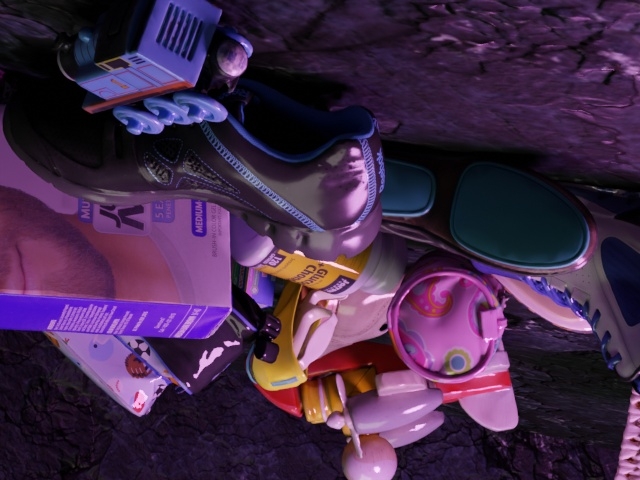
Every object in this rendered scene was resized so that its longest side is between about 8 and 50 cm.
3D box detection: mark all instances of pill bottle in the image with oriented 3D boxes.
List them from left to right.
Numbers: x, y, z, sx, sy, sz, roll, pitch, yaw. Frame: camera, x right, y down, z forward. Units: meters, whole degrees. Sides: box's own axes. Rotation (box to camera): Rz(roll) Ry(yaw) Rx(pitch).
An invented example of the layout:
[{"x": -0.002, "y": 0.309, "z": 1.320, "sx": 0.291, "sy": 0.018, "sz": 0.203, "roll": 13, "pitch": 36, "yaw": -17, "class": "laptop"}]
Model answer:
[{"x": 0.000, "y": 0.000, "z": 1.443, "sx": 0.184, "sy": 0.103, "sz": 0.103, "roll": 19, "pitch": 166, "yaw": -32, "class": "pill bottle"}]

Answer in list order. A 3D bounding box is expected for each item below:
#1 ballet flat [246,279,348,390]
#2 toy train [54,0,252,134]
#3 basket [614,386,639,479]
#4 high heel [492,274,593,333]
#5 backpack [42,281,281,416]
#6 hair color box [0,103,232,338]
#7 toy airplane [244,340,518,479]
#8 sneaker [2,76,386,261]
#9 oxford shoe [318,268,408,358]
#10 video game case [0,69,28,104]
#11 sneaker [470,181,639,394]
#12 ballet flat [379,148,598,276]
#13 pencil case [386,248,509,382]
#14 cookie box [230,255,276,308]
[{"x": -0.011, "y": 0.071, "z": 1.517, "sx": 0.077, "sy": 0.231, "sz": 0.077, "roll": -5, "pitch": 136, "yaw": 31, "class": "ballet flat"}, {"x": -0.129, "y": -0.135, "z": 1.015, "sx": 0.105, "sy": 0.080, "sz": 0.184, "roll": 30, "pitch": 162, "yaw": -31, "class": "toy train"}, {"x": 0.637, "y": 0.338, "z": 2.025, "sx": 0.331, "sy": 0.267, "sz": 0.328, "roll": 3, "pitch": 165, "yaw": 32, "class": "basket"}, {"x": 0.300, "y": 0.051, "z": 1.483, "sx": 0.261, "sy": 0.093, "sz": 0.186, "roll": 17, "pitch": -175, "yaw": 12, "class": "high heel"}, {"x": -0.199, "y": 0.055, "z": 1.479, "sx": 0.276, "sy": 0.213, "sz": 0.263, "roll": 51, "pitch": 180, "yaw": -7, "class": "backpack"}, {"x": -0.255, "y": -0.019, "z": 1.238, "sx": 0.338, "sy": 0.185, "sz": 0.110, "roll": 4, "pitch": 159, "yaw": -17, "class": "hair color box"}, {"x": 0.117, "y": 0.256, "z": 2.109, "sx": 0.386, "sy": 0.273, "sz": 0.384, "roll": 21, "pitch": 164, "yaw": -37, "class": "toy airplane"}, {"x": -0.106, "y": -0.096, "z": 1.153, "sx": 0.340, "sy": 0.125, "sz": 0.140, "roll": 13, "pitch": 141, "yaw": 5, "class": "sneaker"}, {"x": 0.028, "y": 0.098, "z": 1.802, "sx": 0.146, "sy": 0.141, "sz": 0.397, "roll": 6, "pitch": 171, "yaw": -7, "class": "oxford shoe"}, {"x": -0.363, "y": -0.133, "z": 1.308, "sx": 0.210, "sy": 0.042, "sz": 0.232, "roll": 1, "pitch": 165, "yaw": 34, "class": "video game case"}, {"x": 0.269, "y": 0.050, "z": 1.238, "sx": 0.315, "sy": 0.182, "sz": 0.127, "roll": 2, "pitch": 163, "yaw": 37, "class": "sneaker"}, {"x": 0.122, "y": -0.035, "z": 1.231, "sx": 0.280, "sy": 0.095, "sz": 0.096, "roll": 18, "pitch": -179, "yaw": 22, "class": "ballet flat"}, {"x": 0.140, "y": 0.073, "z": 1.448, "sx": 0.124, "sy": 0.124, "sz": 0.284, "roll": 10, "pitch": -176, "yaw": 8, "class": "pencil case"}, {"x": -0.090, "y": 0.041, "z": 1.747, "sx": 0.040, "sy": 0.092, "sz": 0.107, "roll": 12, "pitch": 168, "yaw": -19, "class": "cookie box"}]
